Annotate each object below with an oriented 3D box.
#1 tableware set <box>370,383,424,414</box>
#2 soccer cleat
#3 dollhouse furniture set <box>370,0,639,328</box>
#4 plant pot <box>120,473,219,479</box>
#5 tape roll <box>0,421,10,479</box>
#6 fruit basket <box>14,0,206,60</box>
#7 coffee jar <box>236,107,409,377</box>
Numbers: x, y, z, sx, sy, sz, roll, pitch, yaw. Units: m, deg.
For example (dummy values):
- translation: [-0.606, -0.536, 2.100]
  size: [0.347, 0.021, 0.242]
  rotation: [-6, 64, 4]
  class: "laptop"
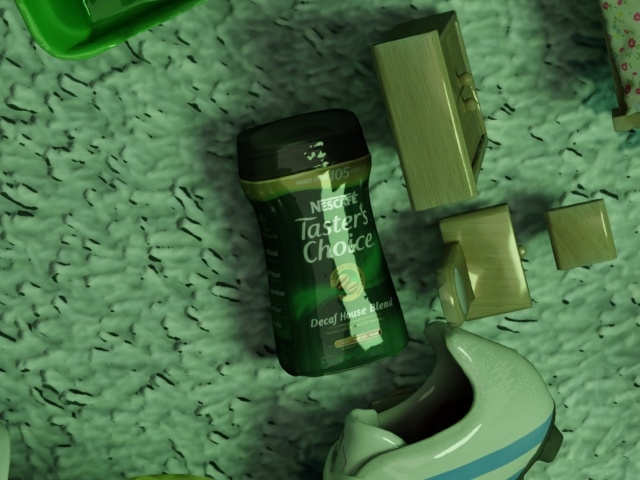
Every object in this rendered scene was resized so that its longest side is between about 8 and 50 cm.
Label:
- translation: [0.102, 0.190, 1.377]
  size: [0.141, 0.020, 0.168]
  rotation: [2, 96, -15]
  class: "tableware set"
- translation: [0.034, 0.205, 1.289]
  size: [0.143, 0.116, 0.331]
  rotation: [40, 82, -29]
  class: "soccer cleat"
- translation: [0.230, -0.113, 1.225]
  size: [0.356, 0.174, 0.303]
  rotation: [-12, 102, 12]
  class: "dollhouse furniture set"
- translation: [-0.141, 0.395, 1.147]
  size: [0.366, 0.366, 0.353]
  rotation: [36, 126, -16]
  class: "plant pot"
- translation: [-0.296, 0.231, 1.139]
  size: [0.100, 0.286, 0.286]
  rotation: [23, 91, -16]
  class: "tape roll"
- translation: [-0.146, -0.305, 1.069]
  size: [0.283, 0.392, 0.392]
  rotation: [-27, 103, -10]
  class: "fruit basket"
- translation: [0.000, 0.000, 1.294]
  size: [0.096, 0.079, 0.184]
  rotation: [-15, 100, -13]
  class: "coffee jar"
